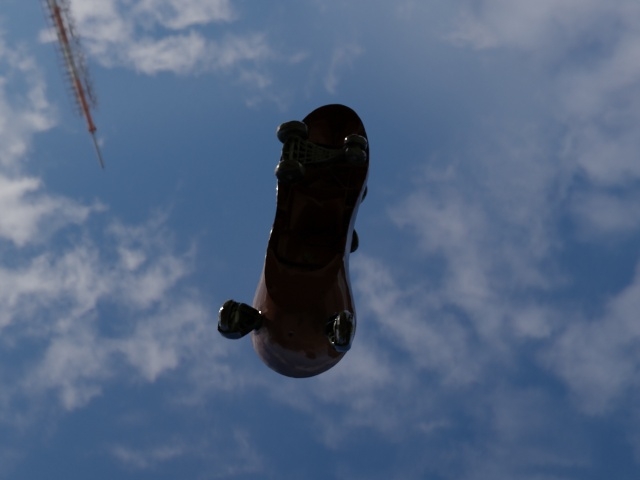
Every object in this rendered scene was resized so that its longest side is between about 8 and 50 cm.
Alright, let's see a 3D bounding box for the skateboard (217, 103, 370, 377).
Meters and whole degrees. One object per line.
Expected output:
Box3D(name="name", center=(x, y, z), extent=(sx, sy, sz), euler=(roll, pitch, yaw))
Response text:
Box3D(name="skateboard", center=(0.000, 0.000, 0.497), extent=(0.067, 0.080, 0.151), euler=(5, -117, 14))
